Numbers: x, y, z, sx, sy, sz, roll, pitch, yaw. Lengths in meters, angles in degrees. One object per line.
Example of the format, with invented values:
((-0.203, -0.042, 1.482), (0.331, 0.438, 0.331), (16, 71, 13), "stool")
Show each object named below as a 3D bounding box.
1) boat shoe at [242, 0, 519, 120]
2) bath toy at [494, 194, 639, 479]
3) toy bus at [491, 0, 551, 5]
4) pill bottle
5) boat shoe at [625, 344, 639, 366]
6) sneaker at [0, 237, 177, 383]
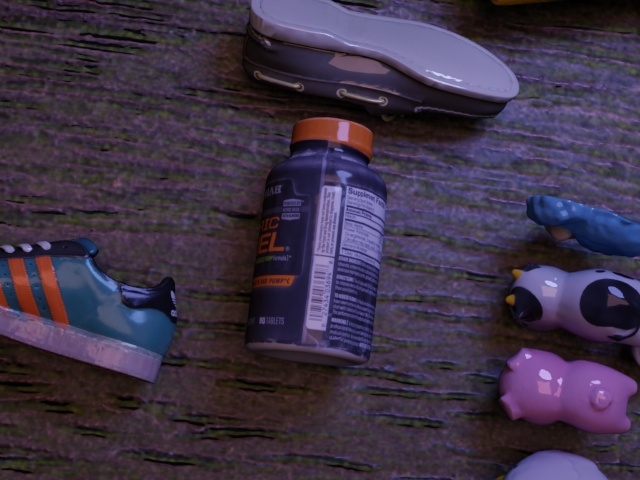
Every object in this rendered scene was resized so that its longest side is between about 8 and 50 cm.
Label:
((0.064, -0.189, 1.096), (0.304, 0.091, 0.109), (15, 40, -4), "boat shoe")
((0.244, 0.135, 1.023), (0.129, 0.151, 0.348), (17, 79, -33), "bath toy")
((0.343, -0.346, 1.116), (0.332, 0.108, 0.130), (-7, 35, -7), "toy bus")
((0.000, 0.000, 1.030), (0.130, 0.130, 0.246), (8, 77, -4), "pill bottle")
((0.459, 0.027, 1.101), (0.335, 0.095, 0.112), (-33, 119, -7), "boat shoe")
((-0.292, 0.045, 1.010), (0.302, 0.108, 0.121), (20, 76, -9), "sneaker")
